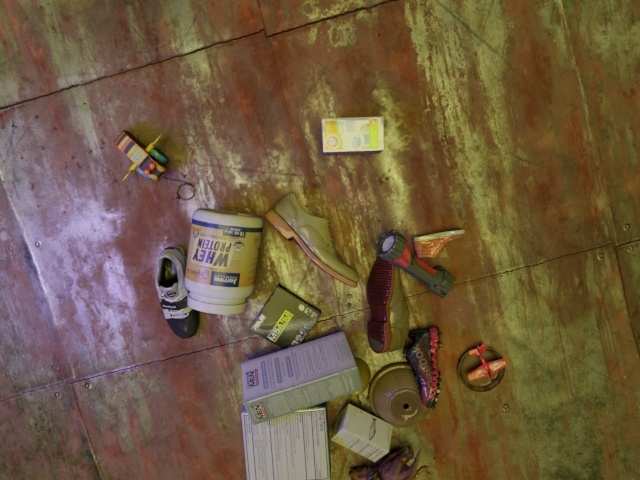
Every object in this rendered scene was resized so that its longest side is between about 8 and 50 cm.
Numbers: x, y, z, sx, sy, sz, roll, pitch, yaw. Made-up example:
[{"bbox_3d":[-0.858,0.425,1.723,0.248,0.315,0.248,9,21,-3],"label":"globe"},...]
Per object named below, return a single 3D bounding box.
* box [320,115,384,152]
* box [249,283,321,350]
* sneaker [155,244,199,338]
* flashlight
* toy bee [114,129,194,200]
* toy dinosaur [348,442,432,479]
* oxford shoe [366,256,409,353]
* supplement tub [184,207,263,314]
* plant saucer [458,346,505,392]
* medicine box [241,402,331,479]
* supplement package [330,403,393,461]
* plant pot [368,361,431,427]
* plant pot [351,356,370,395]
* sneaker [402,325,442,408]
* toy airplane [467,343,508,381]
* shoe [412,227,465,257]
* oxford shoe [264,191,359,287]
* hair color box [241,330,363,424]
[{"bbox_3d":[0.104,-0.346,1.508,0.203,0.103,0.114,-1,95,0],"label":"box"},{"bbox_3d":[-0.123,0.280,1.595,0.184,0.045,0.190,34,95,-7],"label":"box"},{"bbox_3d":[-0.500,0.188,1.536,0.123,0.146,0.330,-11,97,-1],"label":"sneaker"},{"bbox_3d":[0.324,0.075,1.513,0.304,0.103,0.103,30,112,-26],"label":"flashlight"},{"bbox_3d":[-0.555,-0.262,1.484,0.299,0.162,0.195,20,93,-2],"label":"toy bee"},{"bbox_3d":[0.248,0.811,1.563,0.201,0.295,0.127,-11,66,-37],"label":"toy dinosaur"},{"bbox_3d":[0.243,0.213,1.577,0.130,0.123,0.347,5,91,-32],"label":"oxford shoe"},{"bbox_3d":[-0.318,0.064,1.482,0.229,0.228,0.315,8,95,-1],"label":"supplement tub"},{"bbox_3d":[0.575,0.460,1.625,0.169,0.029,0.168,0,95,0],"label":"plant saucer"},{"bbox_3d":[-0.115,0.684,1.581,0.290,0.149,0.263,-4,95,0],"label":"medicine box"},{"bbox_3d":[0.146,0.673,1.586,0.180,0.105,0.105,27,130,-3],"label":"supplement package"},{"bbox_3d":[0.290,0.559,1.593,0.238,0.110,0.237,0,95,1],"label":"plant pot"},{"bbox_3d":[0.115,0.490,1.591,0.135,0.095,0.134,0,96,-1],"label":"plant pot"},{"bbox_3d":[0.348,0.429,1.555,0.135,0.097,0.275,2,66,8],"label":"sneaker"},{"bbox_3d":[0.574,0.432,1.594,0.151,0.028,0.151,0,94,-2],"label":"toy airplane"},{"bbox_3d":[0.412,0.010,1.567,0.178,0.063,0.081,-11,97,6],"label":"shoe"},{"bbox_3d":[0.000,0.000,1.526,0.397,0.140,0.146,42,87,-6],"label":"oxford shoe"},{"bbox_3d":[-0.067,0.453,1.515,0.375,0.185,0.113,-16,120,-4],"label":"hair color box"}]
